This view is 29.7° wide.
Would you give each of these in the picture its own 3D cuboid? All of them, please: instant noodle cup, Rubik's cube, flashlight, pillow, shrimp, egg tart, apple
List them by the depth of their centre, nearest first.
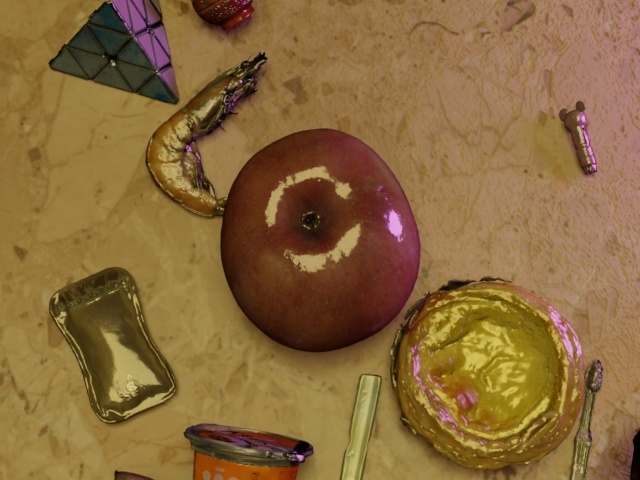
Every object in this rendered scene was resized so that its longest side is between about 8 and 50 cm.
[{"bbox_3d":[-0.103,0.326,1.627,0.177,0.208,0.125,8,89,-24],"label":"instant noodle cup"},{"bbox_3d":[0.000,0.000,1.672,0.305,0.235,0.306,0,76,1],"label":"apple"},{"bbox_3d":[0.233,0.188,1.698,0.279,0.095,0.279,-1,72,4],"label":"egg tart"},{"bbox_3d":[-0.299,0.149,1.734,0.130,0.033,0.217,-23,76,-7],"label":"pillow"},{"bbox_3d":[-0.274,-0.276,1.807,0.211,0.190,0.178,-42,96,-6],"label":"Rubik's cube"},{"bbox_3d":[-0.127,-0.148,1.816,0.198,0.051,0.262,43,81,4],"label":"shrimp"},{"bbox_3d":[0.395,-0.153,1.822,0.031,0.052,0.110,-8,78,-39],"label":"flashlight"}]

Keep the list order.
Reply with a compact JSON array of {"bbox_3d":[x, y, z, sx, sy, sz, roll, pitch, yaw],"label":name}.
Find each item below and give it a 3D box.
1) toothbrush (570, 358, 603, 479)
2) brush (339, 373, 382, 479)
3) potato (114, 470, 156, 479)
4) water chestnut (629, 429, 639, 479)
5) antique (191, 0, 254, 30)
[{"bbox_3d":[0.366,0.310,1.697,0.026,0.028,0.294,11,80,4],"label":"toothbrush"},{"bbox_3d":[0.054,0.276,1.705,0.033,0.030,0.178,12,85,-4],"label":"brush"},{"bbox_3d":[-0.179,0.435,1.571,0.264,0.211,0.189,22,73,3],"label":"potato"},{"bbox_3d":[0.578,0.362,1.560,0.335,0.335,0.347,-32,107,-9],"label":"water chestnut"},{"bbox_3d":[-0.151,-0.378,1.848,0.104,0.104,0.104,0,74,0],"label":"antique"}]
